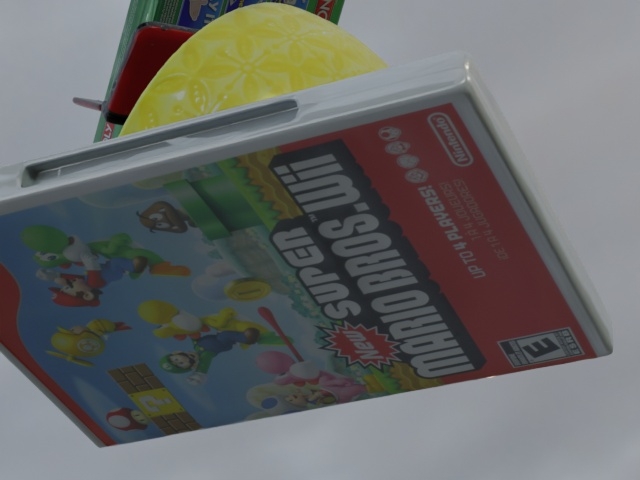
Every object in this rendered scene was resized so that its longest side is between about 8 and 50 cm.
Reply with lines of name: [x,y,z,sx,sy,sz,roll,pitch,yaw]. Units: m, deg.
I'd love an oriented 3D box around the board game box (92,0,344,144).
board game box: [-0.093,-0.155,1.608,0.214,0.046,0.317,6,-73,-43]

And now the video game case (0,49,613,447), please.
video game case: [-0.029,0.017,0.804,0.285,0.025,0.204,-12,-40,22]

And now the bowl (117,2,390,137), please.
bowl: [0.000,0.000,1.135,0.289,0.156,0.289,-34,-46,-44]

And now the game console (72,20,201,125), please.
game console: [-0.095,-0.119,1.280,0.144,0.085,0.124,7,-53,-27]
